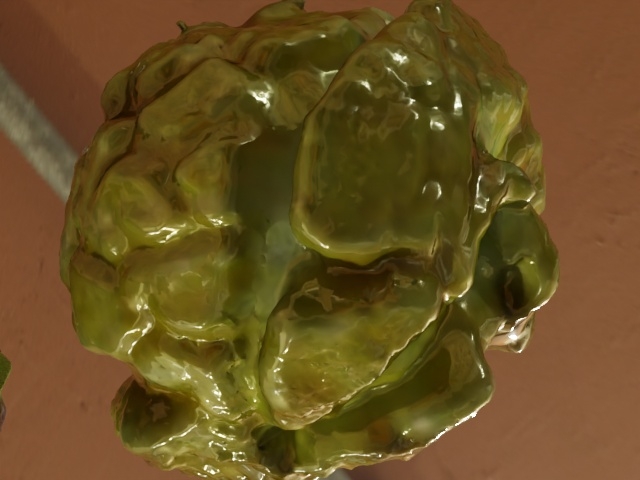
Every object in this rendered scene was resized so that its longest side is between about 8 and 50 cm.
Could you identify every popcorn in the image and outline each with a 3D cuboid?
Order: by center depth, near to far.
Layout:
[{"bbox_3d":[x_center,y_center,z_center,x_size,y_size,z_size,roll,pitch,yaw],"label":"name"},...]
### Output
[{"bbox_3d":[0.002,-0.009,0.893,0.282,0.282,0.247,-22,-73,-4],"label":"popcorn"}]

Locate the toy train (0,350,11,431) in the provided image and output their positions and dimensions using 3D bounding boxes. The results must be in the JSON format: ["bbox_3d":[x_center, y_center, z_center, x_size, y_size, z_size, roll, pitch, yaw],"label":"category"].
[{"bbox_3d":[-0.301,0.095,0.890,0.249,0.307,0.173,28,-78,-8],"label":"toy train"}]
